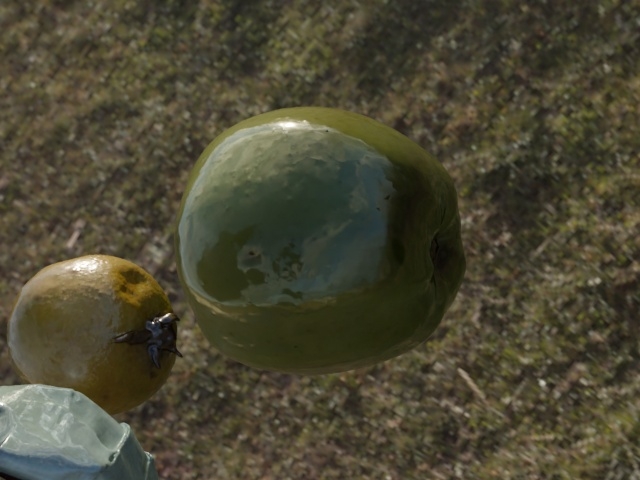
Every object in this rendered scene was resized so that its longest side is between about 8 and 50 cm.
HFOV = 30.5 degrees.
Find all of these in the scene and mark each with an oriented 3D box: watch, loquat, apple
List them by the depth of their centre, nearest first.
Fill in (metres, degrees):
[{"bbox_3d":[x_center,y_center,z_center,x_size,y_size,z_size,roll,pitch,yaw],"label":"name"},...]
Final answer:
[{"bbox_3d":[-0.239,0.240,0.995,0.241,0.253,0.162,-48,23,23],"label":"watch"},{"bbox_3d":[-0.309,0.133,1.636,0.244,0.244,0.244,-25,48,31],"label":"loquat"},{"bbox_3d":[0.000,0.000,1.876,0.473,0.473,0.474,-25,48,31],"label":"apple"}]
